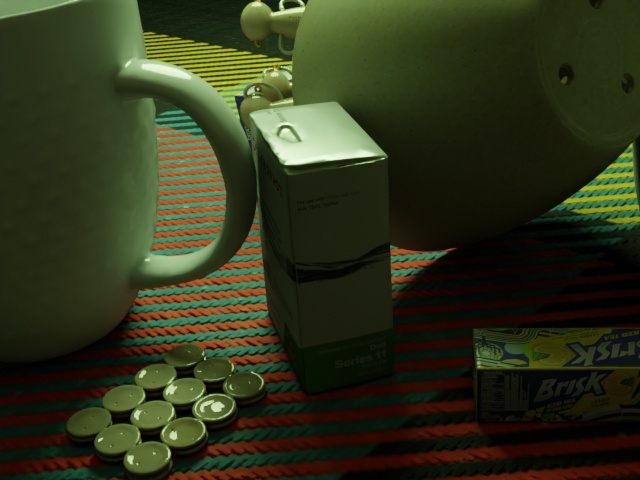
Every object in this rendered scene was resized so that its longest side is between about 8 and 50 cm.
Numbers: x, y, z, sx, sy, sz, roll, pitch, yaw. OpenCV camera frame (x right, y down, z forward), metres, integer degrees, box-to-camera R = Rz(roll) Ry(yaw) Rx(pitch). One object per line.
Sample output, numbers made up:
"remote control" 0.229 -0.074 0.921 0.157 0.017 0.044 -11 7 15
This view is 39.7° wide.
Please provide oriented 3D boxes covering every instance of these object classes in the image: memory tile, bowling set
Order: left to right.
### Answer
"memory tile" -0.126 0.139 0.739 0.113 0.012 0.148 17 34 35
"bowling set" -0.028 -0.140 1.119 0.154 0.287 0.200 1 -14 -7

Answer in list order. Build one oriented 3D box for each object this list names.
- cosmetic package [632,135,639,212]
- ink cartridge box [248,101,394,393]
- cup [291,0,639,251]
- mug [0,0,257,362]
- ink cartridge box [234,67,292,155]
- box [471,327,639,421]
"cosmetic package" 0.418 -0.056 0.825 0.225 0.138 0.224 -6 39 17
"ink cartridge box" 0.000 0.000 0.773 0.087 0.208 0.153 -11 29 -12
"cup" 0.173 -0.155 0.845 0.331 0.331 0.237 -24 12 -32
"mug" -0.238 -0.064 0.801 0.374 0.328 0.276 4 29 14
"ink cartridge box" -0.030 -0.189 1.247 0.046 0.097 0.207 6 28 37
"box" 0.207 0.107 0.708 0.169 0.054 0.059 0 28 6
